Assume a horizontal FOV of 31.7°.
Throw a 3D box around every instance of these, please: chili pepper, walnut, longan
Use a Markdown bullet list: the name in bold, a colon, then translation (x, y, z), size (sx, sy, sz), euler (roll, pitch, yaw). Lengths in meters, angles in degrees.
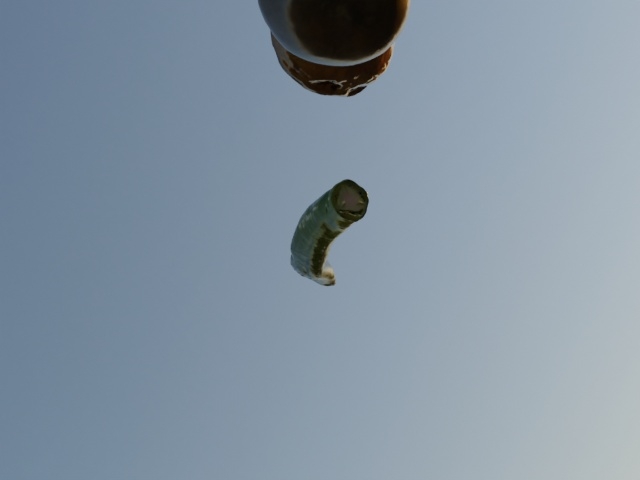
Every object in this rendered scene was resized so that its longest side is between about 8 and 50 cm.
- **chili pepper**: translation (0.000, 0.000, 1.057), size (0.050, 0.052, 0.201), euler (-35, -13, -22)
- **walnut**: translation (0.036, -0.277, 1.493), size (0.211, 0.087, 0.167), euler (6, -96, -46)
- **longan**: translation (0.015, -0.288, 1.319), size (0.187, 0.167, 0.167), euler (3, -60, -46)
